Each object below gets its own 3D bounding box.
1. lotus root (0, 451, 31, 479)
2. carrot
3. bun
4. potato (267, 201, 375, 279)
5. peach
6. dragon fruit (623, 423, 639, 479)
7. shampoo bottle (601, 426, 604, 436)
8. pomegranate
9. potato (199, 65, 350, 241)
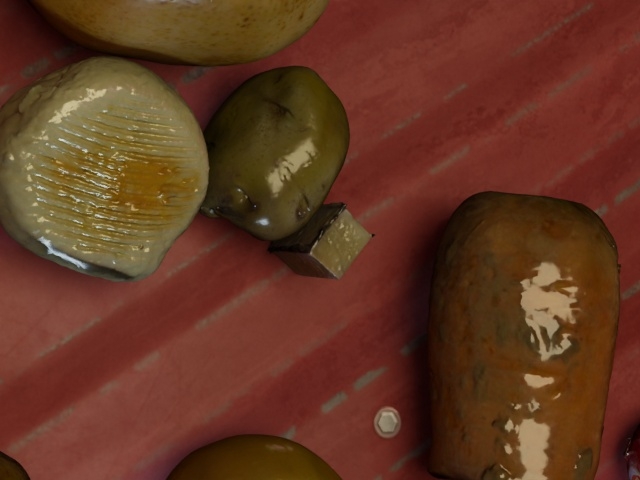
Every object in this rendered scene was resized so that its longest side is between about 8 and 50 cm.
[{"bbox_3d":[-0.361,0.274,1.603,0.199,0.180,0.188,42,65,-14],"label":"lotus root"},{"bbox_3d":[0.225,0.121,1.871,0.224,0.224,0.341,9,86,-24],"label":"carrot"},{"bbox_3d":[-0.242,-0.073,1.704,0.243,0.153,0.244,-7,103,-30],"label":"bun"},{"bbox_3d":[-0.001,0.000,1.833,0.061,0.122,0.086,47,72,-17],"label":"potato"},{"bbox_3d":[-0.064,0.327,1.753,0.251,0.153,0.251,6,80,-41],"label":"peach"},{"bbox_3d":[0.418,0.300,2.010,0.094,0.094,0.191,-1,96,-25],"label":"dragon fruit"},{"bbox_3d":[0.301,0.256,1.975,0.063,0.057,0.208,18,75,-14],"label":"shampoo bottle"},{"bbox_3d":[-0.140,-0.376,1.671,0.416,0.416,0.417,3,82,-24],"label":"pomegranate"},{"bbox_3d":[-0.053,-0.097,1.801,0.154,0.137,0.200,33,71,0],"label":"potato"}]
